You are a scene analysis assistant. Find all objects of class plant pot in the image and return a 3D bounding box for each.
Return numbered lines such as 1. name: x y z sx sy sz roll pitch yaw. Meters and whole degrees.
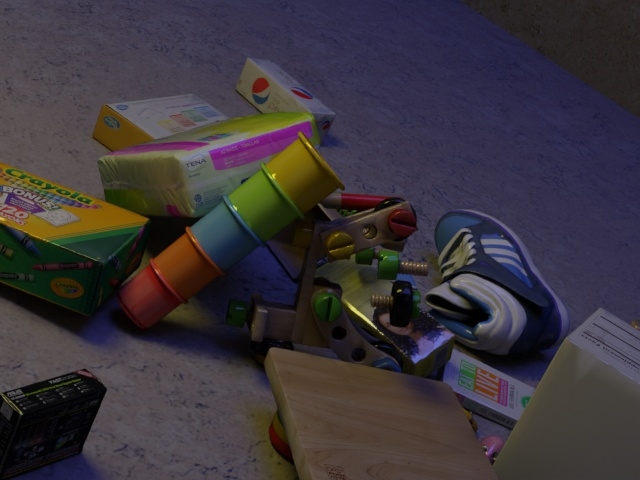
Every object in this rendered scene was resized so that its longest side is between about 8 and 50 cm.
1. plant pot: 0.000 0.000 1.954 0.096 0.109 0.109 21 21 -41

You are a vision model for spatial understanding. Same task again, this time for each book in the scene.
1. book: 0.236 0.218 1.817 0.144 0.035 0.096 25 28 -4

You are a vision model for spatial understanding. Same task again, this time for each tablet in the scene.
1. tablet: 0.126 0.050 2.076 0.054 0.006 0.083 17 26 -17

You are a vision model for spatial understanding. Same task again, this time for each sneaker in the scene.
1. sneaker: 0.230 0.054 2.013 0.236 0.130 0.323 6 36 -44

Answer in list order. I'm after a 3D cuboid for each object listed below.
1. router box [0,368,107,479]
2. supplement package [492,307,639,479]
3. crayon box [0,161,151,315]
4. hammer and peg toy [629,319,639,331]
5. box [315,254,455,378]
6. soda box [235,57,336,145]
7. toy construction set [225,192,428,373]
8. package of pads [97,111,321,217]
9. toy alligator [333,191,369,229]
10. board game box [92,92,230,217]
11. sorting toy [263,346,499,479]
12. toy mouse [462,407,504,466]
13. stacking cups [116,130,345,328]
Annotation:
1. router box: -0.286 0.189 1.309 0.038 0.092 0.122 37 26 26
2. supplement package: 0.348 0.255 1.559 0.204 0.262 0.145 33 25 18
3. crayon box: -0.377 -0.014 1.614 0.278 0.081 0.165 20 23 6
4. hammer and peg toy: 0.487 0.269 1.830 0.266 0.127 0.361 33 26 13
5. box: 0.081 0.105 1.828 0.087 0.058 0.232 -32 55 -31
6. soda box: -0.070 -0.269 2.454 0.069 0.074 0.216 -2 36 -45
7. toy construction set: 0.000 0.037 1.689 0.237 0.257 0.309 5 35 -3
8. package of pads: -0.153 -0.107 1.787 0.229 0.101 0.296 -20 13 -30
9. toy alligator: 0.033 -0.057 2.149 0.056 0.051 0.189 2 33 -41
10. board game box: -0.178 -0.130 2.085 0.316 0.064 0.242 35 26 22
11. sorting toy: 0.064 0.256 1.504 0.257 0.089 0.255 14 26 -22
12. toy mouse: 0.193 0.265 1.676 0.161 0.031 0.143 22 24 -7
13. stacking cups: -0.117 -0.004 1.620 0.096 0.316 0.096 50 5 -7
